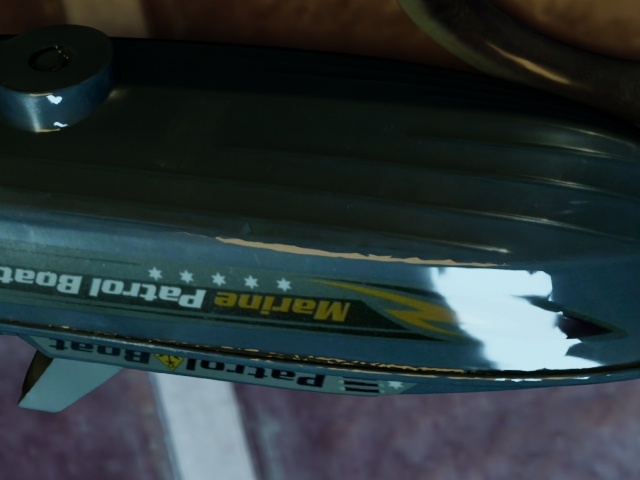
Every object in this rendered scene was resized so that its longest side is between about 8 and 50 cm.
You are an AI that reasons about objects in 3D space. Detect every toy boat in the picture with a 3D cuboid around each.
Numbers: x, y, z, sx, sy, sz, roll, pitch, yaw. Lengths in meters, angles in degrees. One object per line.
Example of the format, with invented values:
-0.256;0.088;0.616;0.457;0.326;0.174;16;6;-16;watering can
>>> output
0.000;0.000;0.505;0.246;0.093;0.103;6;130;16;toy boat

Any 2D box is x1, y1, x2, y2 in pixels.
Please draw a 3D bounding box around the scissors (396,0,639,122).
0.194;-0.029;0.391;0.383;0.029;0.256;26;158;4;scissors
